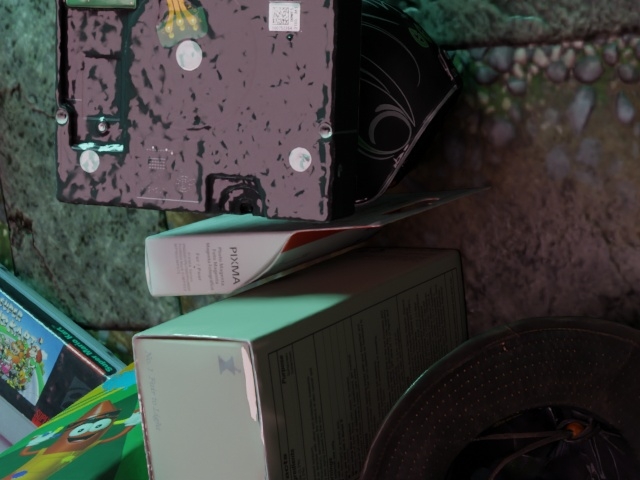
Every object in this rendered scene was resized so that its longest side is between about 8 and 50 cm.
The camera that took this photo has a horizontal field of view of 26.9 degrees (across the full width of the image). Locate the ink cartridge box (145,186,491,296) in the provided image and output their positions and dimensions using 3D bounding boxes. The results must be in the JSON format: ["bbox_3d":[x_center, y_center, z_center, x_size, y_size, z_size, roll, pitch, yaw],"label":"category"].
[{"bbox_3d":[0.000,0.000,1.109,0.232,0.189,0.066,3,103,34],"label":"ink cartridge box"}]

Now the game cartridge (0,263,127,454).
[{"bbox_3d":[-0.331,0.176,1.440,0.355,0.068,0.230,34,110,25],"label":"game cartridge"}]

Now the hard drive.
[{"bbox_3d":[-0.085,-0.190,1.001,0.236,0.064,0.339,4,99,21],"label":"hard drive"}]

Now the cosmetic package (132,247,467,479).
[{"bbox_3d":[0.000,0.111,1.059,0.113,0.309,0.160,1,101,34],"label":"cosmetic package"}]

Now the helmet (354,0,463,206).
[{"bbox_3d":[0.015,-0.118,1.089,0.161,0.169,0.169,35,120,6],"label":"helmet"}]

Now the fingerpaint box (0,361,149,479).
[{"bbox_3d":[-0.104,0.347,1.110,0.163,0.371,0.445,-11,102,30],"label":"fingerpaint box"}]

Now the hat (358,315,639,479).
[{"bbox_3d":[0.158,0.210,1.061,0.134,0.331,0.331,-153,57,-72],"label":"hat"}]
